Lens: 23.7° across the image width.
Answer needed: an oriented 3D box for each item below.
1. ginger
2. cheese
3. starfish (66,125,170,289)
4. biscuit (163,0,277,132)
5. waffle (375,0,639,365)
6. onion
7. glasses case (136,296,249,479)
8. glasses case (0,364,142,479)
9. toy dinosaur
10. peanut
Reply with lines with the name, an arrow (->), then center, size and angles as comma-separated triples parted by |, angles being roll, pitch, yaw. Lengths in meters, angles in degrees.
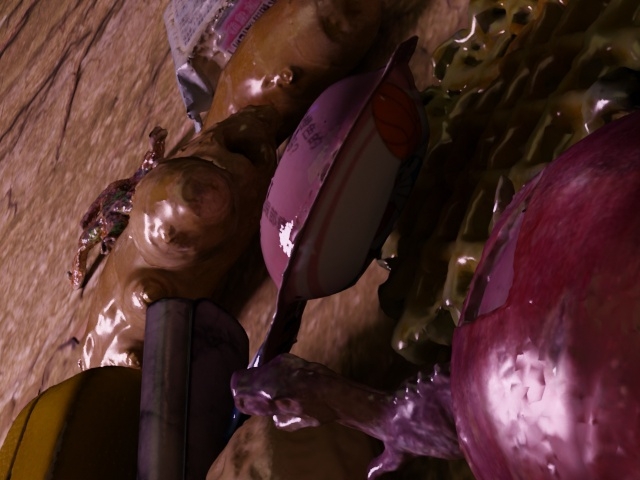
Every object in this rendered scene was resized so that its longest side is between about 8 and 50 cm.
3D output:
ginger -> -0.096, -0.035, 1.262 | 0.348, 0.122, 0.363 | -52, 13, 45
cheese -> 0.000, 0.000, 0.980 | 0.286, 0.074, 0.189 | -67, -10, 16
starfish -> -0.197, -0.026, 1.527 | 0.209, 0.053, 0.150 | -52, 16, 25
biscuit -> -0.053, -0.263, 1.459 | 0.309, 0.079, 0.186 | -49, 31, 20
waffle -> 0.136, -0.077, 0.974 | 0.317, 0.073, 0.297 | -49, 23, 36
onion -> 0.190, 0.058, 0.574 | 0.230, 0.256, 0.272 | 170, 110, -73
glasses case -> -0.083, 0.191, 0.999 | 0.060, 0.114, 0.299 | -10, 59, 17
glasses case -> -0.167, 0.273, 1.033 | 0.141, 0.173, 0.371 | -31, 37, 42
toy dinosaur -> 0.079, 0.076, 0.782 | 0.251, 0.200, 0.072 | -22, 43, 54
peanut -> -0.005, 0.184, 0.903 | 0.123, 0.123, 0.256 | -50, 27, 19
